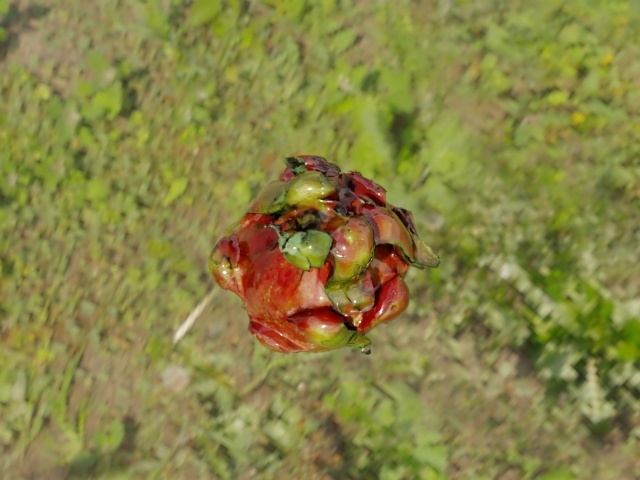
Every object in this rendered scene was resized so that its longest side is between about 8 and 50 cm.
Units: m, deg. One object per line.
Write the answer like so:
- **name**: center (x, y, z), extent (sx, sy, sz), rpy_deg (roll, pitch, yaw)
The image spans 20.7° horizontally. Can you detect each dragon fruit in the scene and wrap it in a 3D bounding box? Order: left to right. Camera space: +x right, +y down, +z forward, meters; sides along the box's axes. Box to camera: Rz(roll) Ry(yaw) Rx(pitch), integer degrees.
- **dragon fruit**: center (0.000, 0.000, 1.066), extent (0.142, 0.175, 0.138), rpy_deg (-6, 72, 4)
